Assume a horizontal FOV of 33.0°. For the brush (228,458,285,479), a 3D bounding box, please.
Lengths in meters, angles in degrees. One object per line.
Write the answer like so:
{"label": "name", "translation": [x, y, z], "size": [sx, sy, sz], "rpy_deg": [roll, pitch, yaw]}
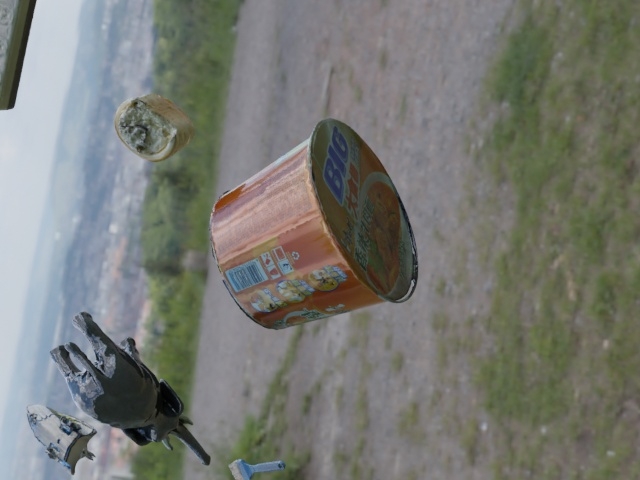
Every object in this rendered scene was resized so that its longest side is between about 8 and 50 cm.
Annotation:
{"label": "brush", "translation": [-0.136, 0.496, 2.347], "size": [0.164, 0.014, 0.051], "rpy_deg": [-16, 102, 40]}

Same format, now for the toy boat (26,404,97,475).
{"label": "toy boat", "translation": [-0.460, 0.326, 1.860], "size": [0.210, 0.066, 0.084], "rpy_deg": [22, 84, 47]}

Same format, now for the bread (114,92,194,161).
{"label": "bread", "translation": [-0.285, -0.194, 1.868], "size": [0.084, 0.119, 0.177], "rpy_deg": [-49, -1, 19]}

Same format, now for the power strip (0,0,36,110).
{"label": "power strip", "translation": [-0.647, -0.385, 2.161], "size": [0.070, 0.105, 0.257], "rpy_deg": [-25, -47, -66]}

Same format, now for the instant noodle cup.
{"label": "instant noodle cup", "translation": [-0.018, -0.009, 1.609], "size": [0.214, 0.296, 0.296], "rpy_deg": [-23, 46, 26]}

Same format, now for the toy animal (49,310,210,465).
{"label": "toy animal", "translation": [-0.225, 0.181, 1.281], "size": [0.082, 0.269, 0.137], "rpy_deg": [-42, 54, -3]}
